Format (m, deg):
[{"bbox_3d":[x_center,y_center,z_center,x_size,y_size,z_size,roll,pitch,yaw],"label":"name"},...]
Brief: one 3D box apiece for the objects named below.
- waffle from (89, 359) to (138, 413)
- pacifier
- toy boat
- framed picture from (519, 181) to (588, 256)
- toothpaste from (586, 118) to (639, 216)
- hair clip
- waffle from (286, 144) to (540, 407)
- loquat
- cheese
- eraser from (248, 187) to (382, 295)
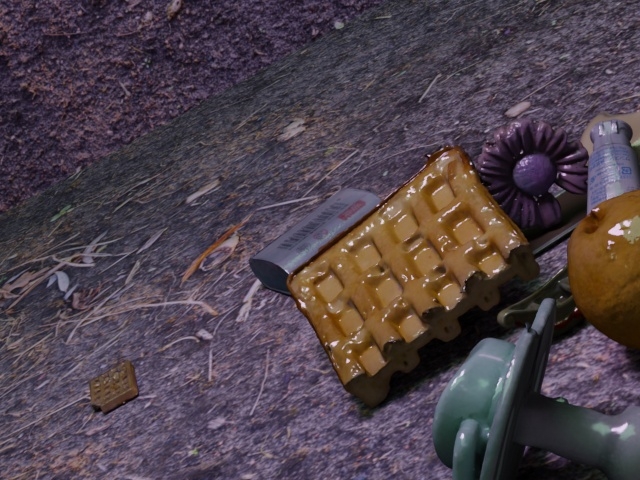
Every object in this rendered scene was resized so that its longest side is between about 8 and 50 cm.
[{"bbox_3d":[-0.366,0.261,2.486,0.092,0.021,0.135,-28,21,0],"label":"waffle"},{"bbox_3d":[0.265,0.224,1.580,0.269,0.288,0.343,16,18,17],"label":"pacifier"},{"bbox_3d":[0.328,0.081,1.946,0.185,0.071,0.089,-36,22,-16],"label":"toy boat"},{"bbox_3d":[0.368,-0.032,2.224,0.183,0.011,0.142,-32,22,-5],"label":"framed picture"},{"bbox_3d":[0.432,-0.049,2.057,0.114,0.073,0.299,-18,45,27],"label":"toothpaste"},{"bbox_3d":[0.280,-0.064,2.203,0.300,0.173,0.069,-43,17,33],"label":"hair clip"},{"bbox_3d":[0.130,0.043,2.088,0.348,0.077,0.304,-38,37,7],"label":"waffle"},{"bbox_3d":[0.415,0.037,1.783,0.208,0.208,0.208,-25,22,11],"label":"loquat"},{"bbox_3d":[0.473,-0.121,2.205,0.163,0.071,0.249,-19,33,35],"label":"cheese"},{"bbox_3d":[0.000,0.000,2.519,0.227,0.081,0.174,-39,20,-19],"label":"eraser"}]
